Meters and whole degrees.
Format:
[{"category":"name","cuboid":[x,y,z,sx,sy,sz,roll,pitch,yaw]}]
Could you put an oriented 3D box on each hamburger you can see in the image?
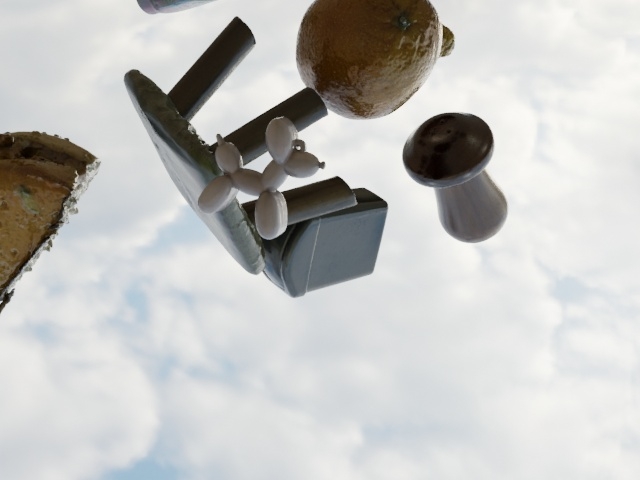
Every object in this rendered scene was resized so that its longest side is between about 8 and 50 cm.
[{"category":"hamburger","cuboid":[-0.618,-0.055,1.969,0.445,0.287,0.268,-45,-169,26]}]

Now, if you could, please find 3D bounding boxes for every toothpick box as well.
[{"category":"toothpick box","cuboid":[0.290,-0.133,2.214,0.192,0.294,0.192,-15,-133,17]}]

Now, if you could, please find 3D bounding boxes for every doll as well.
[{"category":"doll","cuboid":[-0.076,-0.090,1.426,0.161,0.160,0.059,21,-163,16]}]

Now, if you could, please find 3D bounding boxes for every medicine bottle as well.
[{"category":"medicine bottle","cuboid":[-0.297,-0.527,2.215,0.188,0.094,0.119,-5,-170,41]}]

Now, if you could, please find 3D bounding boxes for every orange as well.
[{"category":"orange","cuboid":[0.085,-0.333,1.825,0.264,0.264,0.264,-6,-147,4]}]

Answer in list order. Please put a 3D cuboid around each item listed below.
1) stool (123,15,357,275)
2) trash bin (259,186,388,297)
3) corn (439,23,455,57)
[{"category":"stool","cuboid":[-0.130,-0.153,1.701,0.226,0.310,0.310,-34,-128,-12]},{"category":"trash bin","cuboid":[0.000,0.000,1.886,0.236,0.176,0.101,-12,-148,-39]},{"category":"corn","cuboid":[0.133,-0.428,2.184,0.292,0.101,0.101,11,-147,-4]}]
